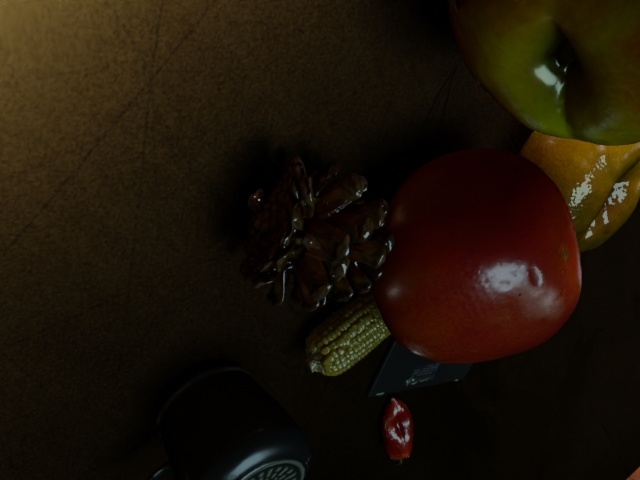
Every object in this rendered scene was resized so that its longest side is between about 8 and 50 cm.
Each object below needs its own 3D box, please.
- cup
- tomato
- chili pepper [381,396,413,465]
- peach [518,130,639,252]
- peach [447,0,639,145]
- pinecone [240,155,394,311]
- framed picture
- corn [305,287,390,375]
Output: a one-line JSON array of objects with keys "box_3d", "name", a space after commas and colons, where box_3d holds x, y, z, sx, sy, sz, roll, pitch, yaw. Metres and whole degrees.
[{"box_3d": [-0.137, 0.278, 1.014, 0.223, 0.176, 0.169, -36, 143, -6], "name": "cup"}, {"box_3d": [0.211, 0.019, 1.019, 0.299, 0.226, 0.298, 3, 85, -42], "name": "tomato"}, {"box_3d": [0.142, 0.350, 1.431, 0.059, 0.050, 0.191, -16, 128, -9], "name": "chili pepper"}, {"box_3d": [0.392, -0.090, 1.190, 0.251, 0.153, 0.251, -25, 145, -19], "name": "peach"}, {"box_3d": [0.309, -0.280, 0.808, 0.370, 0.370, 0.369, -24, 137, -25], "name": "peach"}, {"box_3d": [-0.003, -0.002, 0.908, 0.195, 0.150, 0.179, 1, 127, -54], "name": "pinecone"}, {"box_3d": [0.231, 0.120, 1.338, 0.256, 0.014, 0.338, -1, 124, -41], "name": "framed picture"}, {"box_3d": [0.075, 0.109, 1.135, 0.238, 0.080, 0.080, -38, 141, -14], "name": "corn"}]
